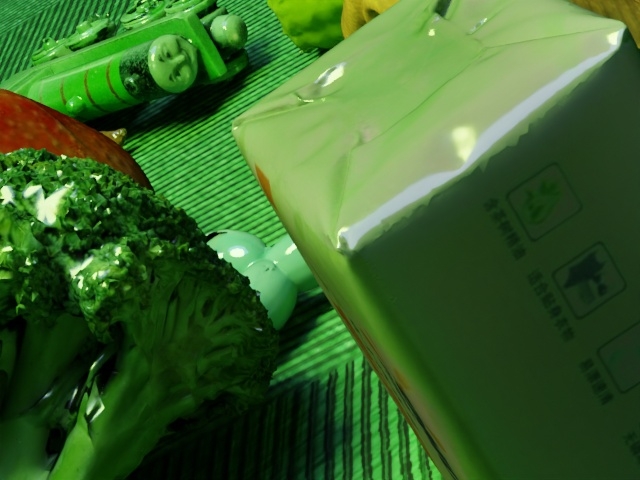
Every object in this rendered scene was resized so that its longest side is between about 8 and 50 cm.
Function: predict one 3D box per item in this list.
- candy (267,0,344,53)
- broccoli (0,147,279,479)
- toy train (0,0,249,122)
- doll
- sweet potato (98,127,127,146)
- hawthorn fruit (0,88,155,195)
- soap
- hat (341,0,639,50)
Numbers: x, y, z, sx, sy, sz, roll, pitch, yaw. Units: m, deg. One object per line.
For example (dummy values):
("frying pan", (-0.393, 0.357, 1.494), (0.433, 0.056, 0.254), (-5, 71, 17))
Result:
("candy", (0.056, -0.208, 1.358), (0.209, 0.097, 0.097), (-24, 25, 13))
("broccoli", (-0.151, 0.076, 0.949), (0.269, 0.261, 0.242), (-2, 60, 10))
("toy train", (-0.163, -0.126, 1.493), (0.251, 0.085, 0.119), (-13, 23, 46))
("doll", (0.000, 0.000, 1.069), (0.158, 0.059, 0.159), (-15, 31, 35))
("sweet potato", (-0.185, -0.058, 1.466), (0.095, 0.034, 0.034), (-31, 23, 7))
("hawthorn fruit", (-0.209, -0.020, 1.176), (0.196, 0.225, 0.196), (-29, 16, 10))
("soap", (0.080, 0.012, 0.760), (0.138, 0.199, 0.182), (-34, 24, -4))
("hat", (0.069, -0.131, 1.088), (0.233, 0.233, 0.244), (-45, 13, 48))
